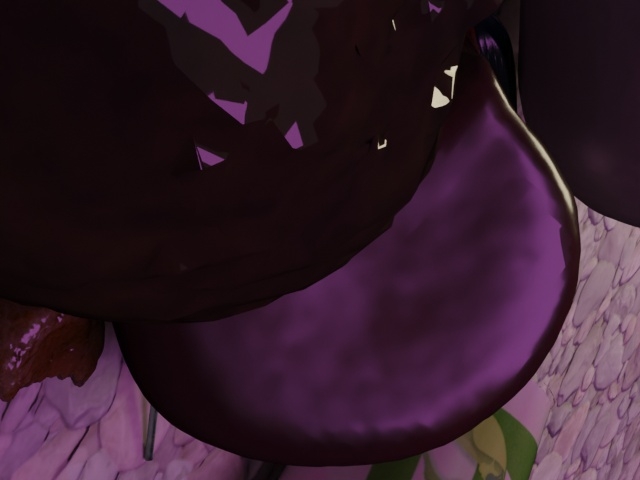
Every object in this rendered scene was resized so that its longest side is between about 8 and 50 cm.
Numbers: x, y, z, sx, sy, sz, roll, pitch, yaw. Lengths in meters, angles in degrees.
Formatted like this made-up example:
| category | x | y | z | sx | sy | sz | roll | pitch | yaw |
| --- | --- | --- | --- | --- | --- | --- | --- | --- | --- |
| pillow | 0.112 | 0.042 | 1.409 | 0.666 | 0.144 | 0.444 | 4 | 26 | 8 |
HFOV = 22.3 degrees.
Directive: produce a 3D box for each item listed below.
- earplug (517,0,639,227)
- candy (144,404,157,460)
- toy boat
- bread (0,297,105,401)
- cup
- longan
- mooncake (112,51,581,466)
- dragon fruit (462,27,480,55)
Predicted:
| category | x | y | z | sx | sy | sz | roll | pitch | yaw |
| --- | --- | --- | --- | --- | --- | --- | --- | --- | --- |
| earplug | 0.333 | -0.203 | 1.452 | 0.313 | 0.313 | 0.394 | -31 | 131 | -46 |
| candy | -0.126 | 0.105 | 1.259 | 0.056 | 0.049 | 0.184 | -8 | 130 | -23 |
| toy boat | 0.150 | -0.157 | 1.489 | 0.141 | 0.055 | 0.060 | 78 | 23 | -47 |
| bread | -0.190 | 0.059 | 1.083 | 0.113 | 0.060 | 0.082 | 1 | 111 | -61 |
| cup | 0.077 | 0.234 | 1.496 | 0.274 | 0.253 | 0.253 | -62 | 152 | -21 |
| longan | -0.090 | -0.146 | 0.765 | 0.391 | 0.391 | 0.391 | -39 | 142 | -39 |
| mooncake | 0.000 | 0.000 | 1.135 | 0.326 | 0.174 | 0.334 | -38 | 108 | -3 |
| dragon fruit | 0.052 | -0.072 | 1.327 | 0.295 | 0.130 | 0.268 | -55 | 155 | -18 |
